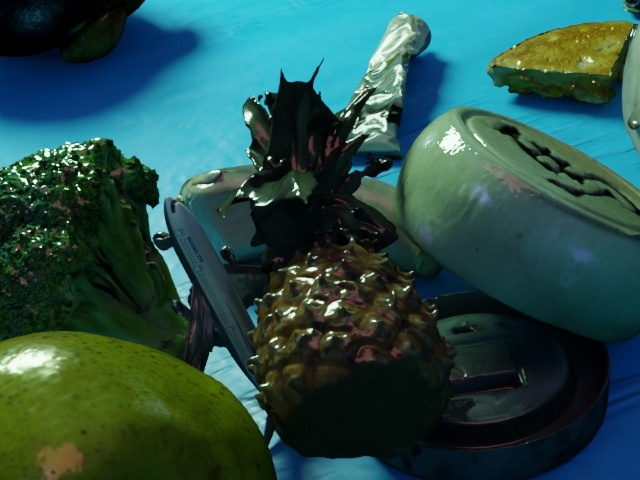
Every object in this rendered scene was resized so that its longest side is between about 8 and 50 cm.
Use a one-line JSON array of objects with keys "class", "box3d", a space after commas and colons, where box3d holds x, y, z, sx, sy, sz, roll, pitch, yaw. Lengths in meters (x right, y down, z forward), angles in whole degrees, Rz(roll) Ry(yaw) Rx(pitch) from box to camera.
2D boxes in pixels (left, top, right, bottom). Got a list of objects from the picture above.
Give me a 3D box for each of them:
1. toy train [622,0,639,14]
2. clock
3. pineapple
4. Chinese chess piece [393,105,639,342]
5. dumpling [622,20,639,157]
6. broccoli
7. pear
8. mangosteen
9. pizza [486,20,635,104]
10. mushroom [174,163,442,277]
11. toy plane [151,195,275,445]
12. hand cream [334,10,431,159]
[{"class": "toy train", "box3d": [0.416, -0.302, 2.104, 0.081, 0.060, 0.202, 28, 46, 32]}, {"class": "clock", "box3d": [0.128, 0.118, 1.529, 0.215, 0.042, 0.215, -5, 33, 4]}, {"class": "pineapple", "box3d": [-0.003, 0.000, 1.488, 0.166, 0.165, 0.364, -11, 51, -5]}, {"class": "Chinese chess piece", "box3d": [0.184, -0.016, 1.573, 0.250, 0.101, 0.250, 25, 17, -8]}, {"class": "dumpling", "box3d": [0.395, -0.128, 1.783, 0.227, 0.243, 0.175, 13, -6, -1]}, {"class": "broccoli", "box3d": [-0.209, 0.043, 1.566, 0.242, 0.261, 0.269, 30, 14, 8]}, {"class": "pear", "box3d": [-0.172, 0.193, 1.272, 0.294, 0.294, 0.294, -5, 33, 3]}, {"class": "mangosteen", "box3d": [-0.320, -0.328, 2.117, 0.288, 0.288, 0.288, -5, 33, 3]}, {"class": "pizza", "box3d": [0.261, -0.178, 1.952, 0.175, 0.046, 0.134, -12, 32, -7]}, {"class": "mushroom", "box3d": [-0.004, -0.020, 1.723, 0.278, 0.099, 0.096, 5, 40, 13]}, {"class": "toy plane", "box3d": [-0.072, 0.062, 1.512, 0.058, 0.226, 0.226, -22, 18, 42]}, {"class": "hand cream", "box3d": [0.072, -0.159, 1.973, 0.075, 0.052, 0.248, -17, 32, 28]}]
